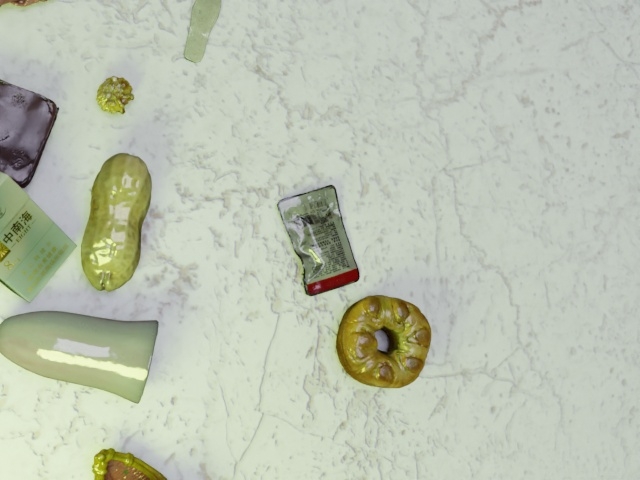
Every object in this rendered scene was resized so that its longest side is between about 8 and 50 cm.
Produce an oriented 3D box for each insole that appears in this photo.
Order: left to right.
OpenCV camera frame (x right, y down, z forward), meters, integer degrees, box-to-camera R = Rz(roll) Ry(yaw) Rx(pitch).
[{"bbox_3d":[-0.274,-0.501,1.883,0.063,0.010,0.192,18,75,-19],"label":"insole"}]

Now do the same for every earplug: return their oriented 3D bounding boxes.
[{"bbox_3d":[-0.489,0.213,1.615,0.301,0.172,0.173,13,77,-14],"label":"earplug"}]

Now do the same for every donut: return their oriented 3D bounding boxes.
[{"bbox_3d":[0.143,0.234,1.882,0.226,0.114,0.227,3,81,-22],"label":"donut"}]

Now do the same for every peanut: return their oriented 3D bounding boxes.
[{"bbox_3d":[-0.425,-0.037,1.692,0.130,0.130,0.290,13,84,-20],"label":"peanut"}]

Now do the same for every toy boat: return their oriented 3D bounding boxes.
[{"bbox_3d":[-0.352,0.543,1.649,0.141,0.099,0.318,-43,101,-19],"label":"toy boat"}]

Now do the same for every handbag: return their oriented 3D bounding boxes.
[{"bbox_3d":[-0.664,-0.225,1.653,0.216,0.074,0.203,19,75,-16],"label":"handbag"}]

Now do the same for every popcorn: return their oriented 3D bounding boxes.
[{"bbox_3d":[-0.445,-0.313,1.762,0.082,0.057,0.083,-27,95,-22],"label":"popcorn"}]

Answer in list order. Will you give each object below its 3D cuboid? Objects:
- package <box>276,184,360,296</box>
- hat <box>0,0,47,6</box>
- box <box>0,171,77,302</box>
[{"bbox_3d":[0.000,0.000,1.905,0.154,0.030,0.239,-17,89,-24],"label":"package"},{"bbox_3d":[-0.673,-0.627,1.691,0.236,0.107,0.287,-23,96,-33],"label":"hat"},{"bbox_3d":[-0.598,-0.007,1.571,0.155,0.067,0.243,-57,147,-20],"label":"box"}]
